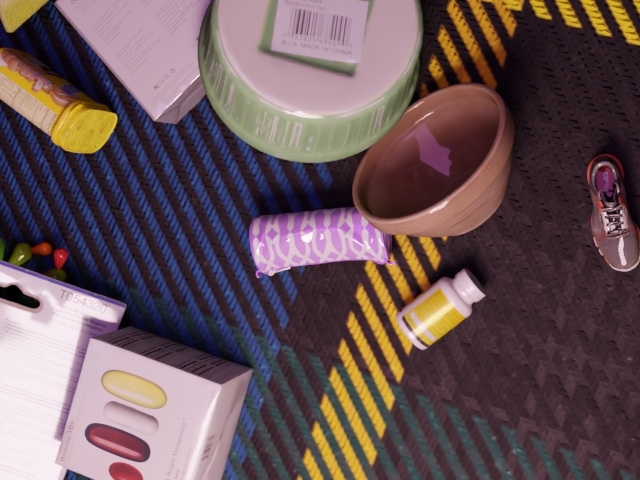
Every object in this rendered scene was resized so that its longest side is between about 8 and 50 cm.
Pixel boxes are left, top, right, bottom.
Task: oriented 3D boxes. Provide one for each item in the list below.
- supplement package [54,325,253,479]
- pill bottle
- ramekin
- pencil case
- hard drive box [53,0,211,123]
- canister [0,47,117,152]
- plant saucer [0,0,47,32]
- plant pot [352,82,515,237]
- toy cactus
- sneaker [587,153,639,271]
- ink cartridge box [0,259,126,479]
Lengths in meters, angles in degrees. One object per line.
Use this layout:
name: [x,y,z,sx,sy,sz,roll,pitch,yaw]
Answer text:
supplement package: [-0.233,0.248,1.805,0.203,0.149,0.194,18,97,13]
pill bottle: [0.165,0.090,1.732,0.116,0.065,0.065,-39,82,14]
ramekin: [-0.008,-0.265,1.667,0.303,0.148,0.303,1,79,-5]
pencil case: [0.000,0.000,1.763,0.206,0.086,0.088,-7,83,16]
hard drive box: [-0.232,-0.311,1.814,0.181,0.089,0.232,-42,82,13]
canister: [-0.394,-0.204,1.846,0.170,0.126,0.073,36,101,13]
plant saucer: [-0.427,-0.427,1.849,0.188,0.045,0.188,-38,58,14]
plant pot: [0.167,-0.085,1.678,0.237,0.237,0.110,-36,124,14]
toy cactus: [-0.474,0.084,1.900,0.219,0.112,0.181,-2,101,7]
sneaker: [0.378,-0.035,1.668,0.061,0.065,0.158,-15,88,16]
ink cartridge box: [-0.487,0.190,1.839,0.324,0.071,0.330,21,88,-15]
